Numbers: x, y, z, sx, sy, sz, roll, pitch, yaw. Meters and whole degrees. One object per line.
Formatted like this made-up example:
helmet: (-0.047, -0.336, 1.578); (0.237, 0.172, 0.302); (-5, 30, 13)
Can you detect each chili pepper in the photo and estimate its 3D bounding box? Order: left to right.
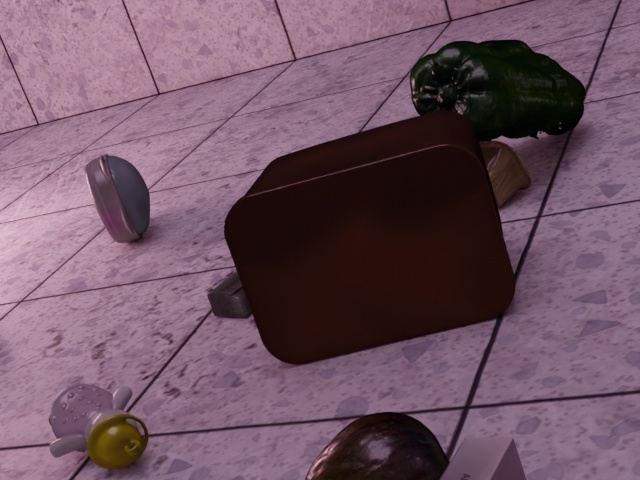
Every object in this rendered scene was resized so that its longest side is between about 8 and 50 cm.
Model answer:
chili pepper: (0.297, -0.245, 1.806); (0.213, 0.167, 0.385); (0, 1, 38)

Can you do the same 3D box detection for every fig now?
fig: (0.008, 0.252, 1.016); (0.245, 0.149, 0.149); (-29, 19, 10)

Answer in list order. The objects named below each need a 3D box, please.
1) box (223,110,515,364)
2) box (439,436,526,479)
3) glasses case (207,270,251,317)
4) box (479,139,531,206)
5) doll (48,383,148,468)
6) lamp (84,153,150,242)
box: (0.073, -0.017, 1.473); (0.339, 0.239, 0.229); (-15, 19, 13)
box: (0.130, 0.250, 0.883); (0.051, 0.129, 0.130); (-6, 24, 33)
glasses case: (-0.088, 0.051, 1.717); (0.071, 0.047, 0.205); (-1, 27, 39)
box: (0.247, -0.109, 1.746); (0.177, 0.111, 0.111); (3, 30, 45)
doll: (-0.280, 0.234, 1.376); (0.129, 0.081, 0.207); (-39, 29, -25)
lamp: (-0.396, -0.085, 2.179); (0.108, 0.179, 0.246); (-18, 0, -7)
